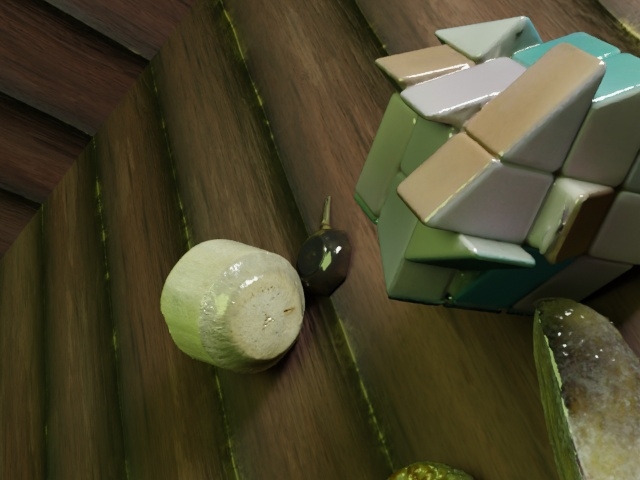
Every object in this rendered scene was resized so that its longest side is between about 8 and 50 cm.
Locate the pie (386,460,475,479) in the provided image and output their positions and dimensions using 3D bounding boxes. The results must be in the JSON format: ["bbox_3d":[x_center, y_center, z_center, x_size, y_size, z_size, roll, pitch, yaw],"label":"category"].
[{"bbox_3d":[0.141,0.398,1.099,0.205,0.084,0.179,-42,44,18],"label":"pie"}]

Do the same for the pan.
[{"bbox_3d":[-0.011,0.011,1.541,0.128,0.048,0.202,-47,39,23],"label":"pan"}]

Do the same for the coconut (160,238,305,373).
[{"bbox_3d":[-0.167,0.119,1.517,0.266,0.237,0.237,15,81,47],"label":"coconut"}]

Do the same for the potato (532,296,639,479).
[{"bbox_3d":[0.330,0.204,0.990,0.100,0.120,0.261,92,173,-63],"label":"potato"}]

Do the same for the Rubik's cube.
[{"bbox_3d":[0.253,-0.086,1.039,0.358,0.387,0.368,57,133,54],"label":"Rubik's cube"}]
